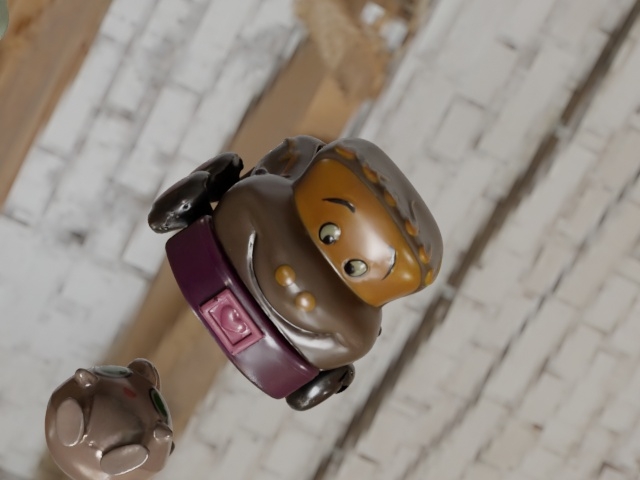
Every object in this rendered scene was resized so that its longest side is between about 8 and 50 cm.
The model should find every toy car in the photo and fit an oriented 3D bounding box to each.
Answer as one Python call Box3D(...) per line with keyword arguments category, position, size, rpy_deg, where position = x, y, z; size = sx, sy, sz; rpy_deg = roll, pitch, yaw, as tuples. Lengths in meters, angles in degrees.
Box3D(category="toy car", position=(0.000, 0.000, 1.926), size=(0.240, 0.271, 0.341), rpy_deg=(-34, -173, 17))

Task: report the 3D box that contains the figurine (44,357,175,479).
Box3D(category="figurine", position=(-0.191, 0.169, 1.732), size=(0.125, 0.125, 0.138), rpy_deg=(-62, 177, 11))

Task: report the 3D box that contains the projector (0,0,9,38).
Box3D(category="projector", position=(-0.391, -0.207, 1.480), size=(0.242, 0.177, 0.163), rpy_deg=(0, -81, 37))
